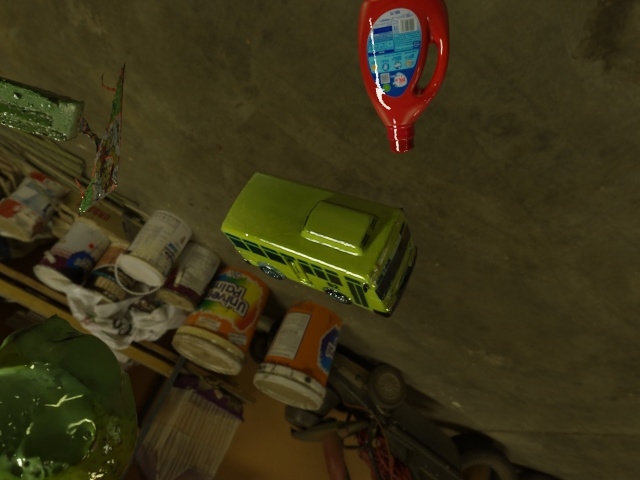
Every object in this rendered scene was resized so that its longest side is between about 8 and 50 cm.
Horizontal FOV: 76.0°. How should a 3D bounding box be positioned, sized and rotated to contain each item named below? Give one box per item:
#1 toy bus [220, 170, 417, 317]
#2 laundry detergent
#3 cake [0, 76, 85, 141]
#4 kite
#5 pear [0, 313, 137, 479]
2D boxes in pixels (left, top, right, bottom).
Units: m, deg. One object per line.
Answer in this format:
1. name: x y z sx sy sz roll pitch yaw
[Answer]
1. toy bus: 0.000 0.000 0.605 0.261 0.128 0.150 18 156 25
2. laundry detergent: 0.094 -0.182 0.458 0.097 0.049 0.166 -1 114 18
3. cake: -0.662 -0.296 0.909 0.235 0.100 0.099 10 -165 -33
4. kite: -0.266 -0.120 0.485 0.006 0.198 0.244 10 -157 -43
5. pear: -0.431 0.297 0.630 0.282 0.286 0.176 51 171 -15
